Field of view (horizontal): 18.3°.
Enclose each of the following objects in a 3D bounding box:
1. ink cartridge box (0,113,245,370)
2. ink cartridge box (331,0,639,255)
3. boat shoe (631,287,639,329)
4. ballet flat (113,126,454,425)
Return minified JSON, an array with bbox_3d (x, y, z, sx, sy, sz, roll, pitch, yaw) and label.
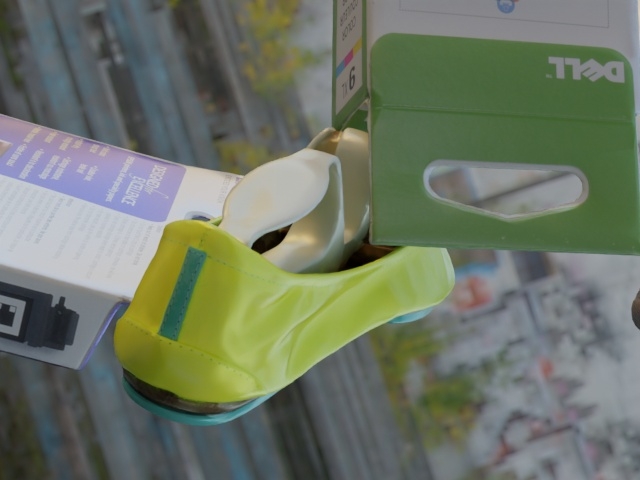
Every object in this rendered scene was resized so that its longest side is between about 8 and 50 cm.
[{"bbox_3d":[-0.131,-0.006,0.878,0.206,0.208,0.045,-80,-176,-72],"label":"ink cartridge box"},{"bbox_3d":[0.063,-0.090,0.774,0.062,0.109,0.209,131,-40,-71],"label":"ink cartridge box"},{"bbox_3d":[0.356,0.038,1.204,0.132,0.355,0.130,41,-64,53],"label":"boat shoe"},{"bbox_3d":[0.000,0.000,0.724,0.231,0.077,0.077,-28,133,-63],"label":"ballet flat"}]
